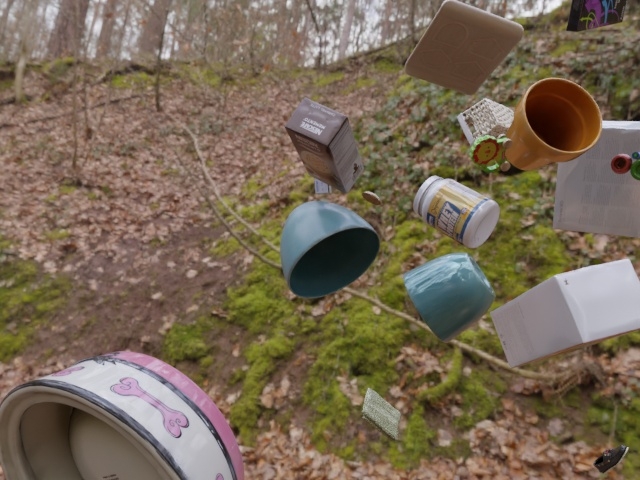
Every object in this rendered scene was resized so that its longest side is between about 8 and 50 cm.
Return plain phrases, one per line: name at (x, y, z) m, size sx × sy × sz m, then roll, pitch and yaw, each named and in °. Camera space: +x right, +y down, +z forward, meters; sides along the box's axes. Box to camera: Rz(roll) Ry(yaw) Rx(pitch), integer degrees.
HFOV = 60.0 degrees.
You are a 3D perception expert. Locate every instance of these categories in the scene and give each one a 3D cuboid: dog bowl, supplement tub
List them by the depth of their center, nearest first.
dog bowl at (-0.297, 0.355, 0.863) m, size 0.407 × 0.408 × 0.150 m, roll 8°, pitch 24°, yaw 23°
supplement tub at (0.372, -0.082, 1.528) m, size 0.199 × 0.144 × 0.144 m, roll 34°, pitch 10°, yaw 33°

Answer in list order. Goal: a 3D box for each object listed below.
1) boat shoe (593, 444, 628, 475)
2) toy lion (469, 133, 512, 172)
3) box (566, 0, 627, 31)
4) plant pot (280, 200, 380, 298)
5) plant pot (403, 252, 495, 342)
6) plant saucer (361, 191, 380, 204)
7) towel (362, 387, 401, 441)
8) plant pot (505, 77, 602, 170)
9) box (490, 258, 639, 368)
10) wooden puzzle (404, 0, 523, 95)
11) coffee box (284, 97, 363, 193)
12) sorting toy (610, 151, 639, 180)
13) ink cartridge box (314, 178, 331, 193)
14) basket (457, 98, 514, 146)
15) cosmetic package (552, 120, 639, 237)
boat shoe at (0.788, 0.591, 1.507) m, size 0.042 × 0.133 × 0.049 m, roll 38°, pitch 50°, yaw 24°
toy lion at (0.389, -0.198, 1.278) m, size 0.096 × 0.100 × 0.034 m, roll -16°, pitch 41°, yaw -5°
box at (0.556, -0.483, 1.097) m, size 0.162 × 0.116 × 0.029 m, roll -22°, pitch 36°, yaw -30°
plant pot at (0.000, 0.000, 1.604) m, size 0.290 × 0.290 × 0.195 m, roll 15°, pitch 34°, yaw -48°
plant pot at (0.474, 0.180, 1.979) m, size 0.235 × 0.293 × 0.293 m, roll -35°, pitch -23°, yaw 18°
plant saucer at (0.198, -0.166, 2.136) m, size 0.083 × 0.015 × 0.083 m, roll 29°, pitch -14°, yaw 8°
towel at (0.181, 0.513, 1.635) m, size 0.148 × 0.110 × 0.027 m, roll 44°, pitch -57°, yaw -15°
plant pot at (0.567, -0.274, 1.413) m, size 0.205 × 0.205 × 0.188 m, roll 10°, pitch -18°, yaw -6°
box at (0.630, 0.198, 1.427) m, size 0.215 × 0.168 × 0.345 m, roll -11°, pitch -20°, yaw -14°
wooden puzzle at (0.529, -0.728, 2.090) m, size 0.322 × 0.081 × 0.348 m, roll 15°, pitch -30°, yaw -11°
coffee box at (0.016, -0.244, 1.465) m, size 0.141 × 0.098 × 0.246 m, roll 28°, pitch -14°, yaw 25°
sorting toy at (0.752, -0.180, 1.326) m, size 0.042 × 0.061 × 0.102 m, roll -1°, pitch 24°, yaw -42°
ink cartridge box at (0.001, -0.256, 1.825) m, size 0.046 × 0.207 × 0.097 m, roll -5°, pitch 2°, yaw 8°
basket at (0.503, -0.335, 1.627) m, size 0.167 × 0.113 × 0.103 m, roll 5°, pitch -32°, yaw -43°
cosmetic package at (0.948, -0.208, 1.862) m, size 0.284 × 0.377 × 0.097 m, roll 7°, pitch 29°, yaw 26°
